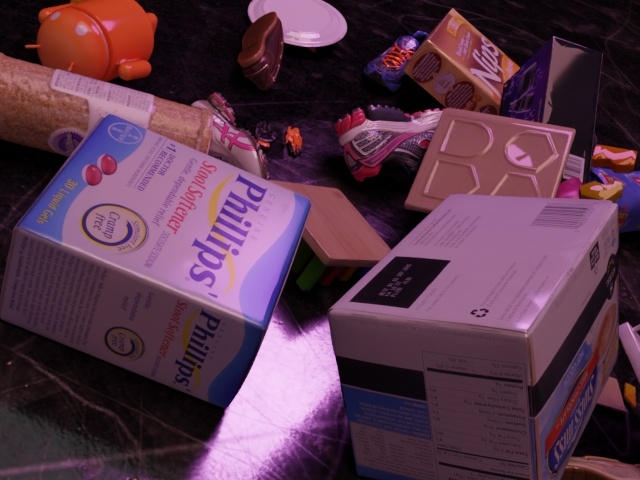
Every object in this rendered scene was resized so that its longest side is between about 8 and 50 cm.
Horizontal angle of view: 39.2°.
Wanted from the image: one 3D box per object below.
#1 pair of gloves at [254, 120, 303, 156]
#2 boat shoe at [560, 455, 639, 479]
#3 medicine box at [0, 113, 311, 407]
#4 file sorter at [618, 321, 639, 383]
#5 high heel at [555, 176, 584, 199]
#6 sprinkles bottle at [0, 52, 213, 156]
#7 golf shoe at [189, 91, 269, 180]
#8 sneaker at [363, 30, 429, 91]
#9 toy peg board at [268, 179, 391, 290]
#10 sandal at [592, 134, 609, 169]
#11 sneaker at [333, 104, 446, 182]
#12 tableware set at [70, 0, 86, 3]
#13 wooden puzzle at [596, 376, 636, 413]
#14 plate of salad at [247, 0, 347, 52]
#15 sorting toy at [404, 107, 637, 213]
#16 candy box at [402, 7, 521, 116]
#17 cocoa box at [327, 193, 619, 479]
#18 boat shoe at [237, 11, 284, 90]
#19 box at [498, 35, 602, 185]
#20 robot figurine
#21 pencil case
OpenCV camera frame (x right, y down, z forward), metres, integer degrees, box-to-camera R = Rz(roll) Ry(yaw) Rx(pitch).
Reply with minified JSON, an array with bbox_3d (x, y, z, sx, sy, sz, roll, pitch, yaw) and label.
[{"bbox_3d":[-0.069,-0.169,1.488,0.083,0.010,0.074,10,41,-15],"label":"pair of gloves"},{"bbox_3d":[0.328,0.311,1.085,0.302,0.109,0.098,7,4,-16],"label":"boat shoe"},{"bbox_3d":[-0.187,0.017,1.085,0.289,0.149,0.263,22,37,-3],"label":"medicine box"},{"bbox_3d":[0.546,0.213,1.159,0.278,0.173,0.193,42,27,-34],"label":"file sorter"},{"bbox_3d":[0.290,-0.028,1.379,0.244,0.082,0.117,-13,55,20],"label":"high heel"},{"bbox_3d":[-0.332,-0.170,1.245,0.355,0.121,0.121,13,39,-16],"label":"sprinkles bottle"},{"bbox_3d":[-0.147,-0.144,1.380,0.086,0.067,0.186,-30,60,-17],"label":"golf shoe"},{"bbox_3d":[0.155,-0.365,1.787,0.083,0.087,0.221,32,37,10],"label":"sneaker"},{"bbox_3d":[0.000,0.000,1.290,0.161,0.079,0.161,3,41,-50],"label":"toy peg board"},{"bbox_3d":[0.515,-0.226,1.855,0.097,0.054,0.254,4,42,-26],"label":"sandal"},{"bbox_3d":[0.153,-0.154,1.533,0.299,0.121,0.112,-4,76,-35],"label":"sneaker"},{"bbox_3d":[-0.385,-0.407,1.582,0.104,0.024,0.154,15,39,-9],"label":"tableware set"},{"bbox_3d":[0.405,0.218,1.300,0.116,0.014,0.078,22,33,-6],"label":"wooden puzzle"},{"bbox_3d":[-0.047,-0.433,1.786,0.200,0.048,0.200,8,44,-7],"label":"plate of salad"},{"bbox_3d":[0.305,-0.096,1.363,0.307,0.041,0.229,13,56,21],"label":"sorting toy"},{"bbox_3d":[0.324,-0.287,1.730,0.316,0.087,0.183,41,39,-5],"label":"candy box"},{"bbox_3d":[0.200,0.114,1.067,0.231,0.228,0.347,5,26,31],"label":"cocoa box"},{"bbox_3d":[-0.103,-0.344,1.638,0.073,0.073,0.207,53,30,-29],"label":"boat shoe"},{"bbox_3d":[0.378,-0.182,1.534,0.103,0.184,0.261,16,69,-9],"label":"box"},{"bbox_3d":[-0.346,-0.309,1.399,0.219,0.128,0.158,-40,109,-50],"label":"robot figurine"},{"bbox_3d":[0.576,-0.079,1.665,0.306,0.119,0.133,-5,36,-34],"label":"pencil case"}]
